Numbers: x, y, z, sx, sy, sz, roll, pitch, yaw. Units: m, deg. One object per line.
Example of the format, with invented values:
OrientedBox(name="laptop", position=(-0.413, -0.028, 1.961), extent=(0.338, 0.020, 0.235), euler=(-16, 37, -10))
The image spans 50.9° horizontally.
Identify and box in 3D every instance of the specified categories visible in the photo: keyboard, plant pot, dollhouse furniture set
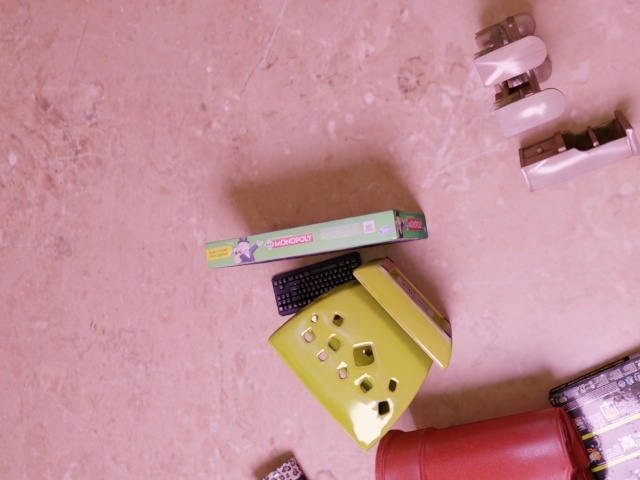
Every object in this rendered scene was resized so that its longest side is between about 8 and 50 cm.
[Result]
OrientedBox(name="keyboard", position=(0.000, 0.094, 1.218), extent=(0.180, 0.023, 0.108), euler=(-17, 84, 22))
OrientedBox(name="plant pot", position=(0.083, 0.157, 1.075), extent=(0.207, 0.227, 0.228), euler=(-45, 84, 10))
OrientedBox(name="dollhouse furniture set", position=(0.343, -0.220, 0.988), extent=(0.161, 0.212, 0.242), euler=(-20, 109, 22))
OrientedBox(name="plant pot", position=(0.259, 0.374, 0.979), extent=(0.265, 0.272, 0.273), euler=(-24, 81, 21))

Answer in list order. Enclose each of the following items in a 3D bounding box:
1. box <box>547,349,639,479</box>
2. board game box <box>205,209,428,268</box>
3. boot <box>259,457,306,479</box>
OrientedBox(name="box", position=(0.476, 0.277, 1.020), extent=(0.190, 0.045, 0.184), euler=(-31, 81, 19))
OrientedBox(name="board game box", position=(0.000, 0.000, 1.116), extent=(0.317, 0.213, 0.046), euler=(-9, 87, 21))
OrientedBox(name="boot", position=(-0.081, 0.528, 1.220), extent=(0.236, 0.085, 0.179), euler=(-40, 74, 10))
